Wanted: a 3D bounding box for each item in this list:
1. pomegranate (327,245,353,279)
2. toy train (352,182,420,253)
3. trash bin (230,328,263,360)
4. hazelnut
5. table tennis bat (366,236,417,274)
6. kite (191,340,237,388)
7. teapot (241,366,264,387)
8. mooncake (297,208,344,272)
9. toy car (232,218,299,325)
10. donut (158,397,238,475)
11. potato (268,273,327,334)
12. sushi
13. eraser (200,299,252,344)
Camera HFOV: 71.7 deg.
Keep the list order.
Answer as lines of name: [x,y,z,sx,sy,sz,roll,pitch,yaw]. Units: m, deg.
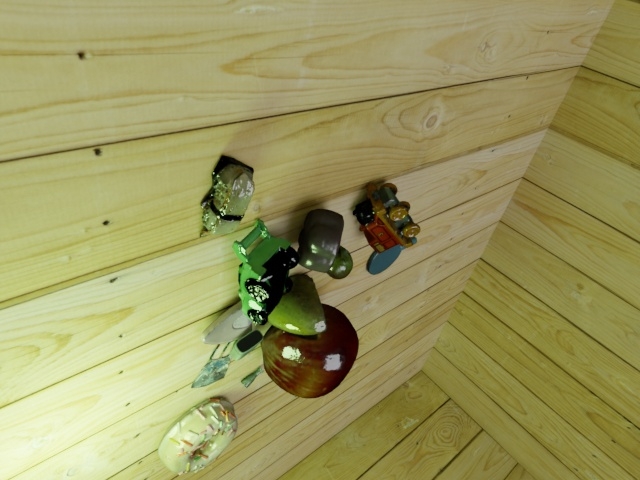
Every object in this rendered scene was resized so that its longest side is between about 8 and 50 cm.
pomegranate: [0.054,0.065,1.806,0.131,0.152,0.191,-36,126,-8]
toy train: [0.276,-0.080,1.864,0.231,0.163,0.369,-31,140,16]
trash bin: [-0.294,0.414,1.756,0.116,0.059,0.130,-30,167,-32]
hazelnut: [-0.043,0.452,1.896,0.402,0.402,0.429,-22,155,-35]
table tennis bat: [0.363,0.063,2.260,0.329,0.044,0.215,-28,142,-25]
kite: [-0.419,0.489,1.796,0.169,0.015,0.310,-6,129,-46]
teapot: [-0.313,0.630,2.052,0.110,0.043,0.043,-39,147,-23]
mooncake: [0.000,0.000,1.588,0.133,0.245,0.245,15,119,-14]
toy car: [-0.198,0.122,1.524,0.213,0.176,0.359,-52,165,-40]
donut: [-0.524,0.871,1.960,0.382,0.142,0.383,-32,144,-26]
potato: [-0.065,0.251,1.725,0.269,0.255,0.112,-30,131,-27]
sushi: [-0.268,-0.092,1.271,0.134,0.109,0.273,10,117,-53]
eraser: [-0.344,0.307,1.651,0.243,0.059,0.204,-21,140,-42]
